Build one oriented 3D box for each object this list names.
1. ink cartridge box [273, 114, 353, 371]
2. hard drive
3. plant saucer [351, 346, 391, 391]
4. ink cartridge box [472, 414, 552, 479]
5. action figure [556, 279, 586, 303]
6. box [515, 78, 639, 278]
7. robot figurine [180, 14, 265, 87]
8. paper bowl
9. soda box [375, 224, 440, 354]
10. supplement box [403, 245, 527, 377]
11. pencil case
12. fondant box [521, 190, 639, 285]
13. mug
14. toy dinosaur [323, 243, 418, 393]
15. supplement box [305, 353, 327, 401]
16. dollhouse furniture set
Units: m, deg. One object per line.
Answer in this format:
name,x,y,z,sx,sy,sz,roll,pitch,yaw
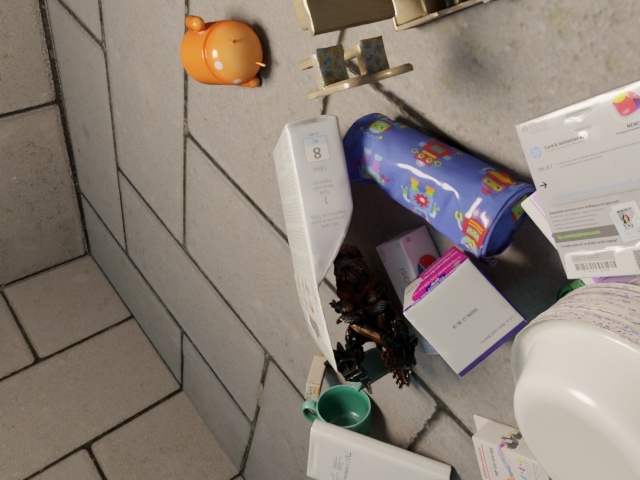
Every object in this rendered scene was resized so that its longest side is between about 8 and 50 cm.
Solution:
ink cartridge box,0.000,0.000,0.944,0.308,0.091,0.385,-167,66,-81
hard drive,0.122,0.524,1.211,0.307,0.040,0.203,15,129,13
plant saucer,0.097,0.258,1.093,0.018,0.192,0.067,-44,71,17
ink cartridge box,0.336,0.388,0.937,0.181,0.061,0.104,3,113,53
action figure,0.361,0.136,0.734,0.137,0.063,0.232,26,135,45
box,0.298,-0.056,0.547,0.145,0.038,0.186,-14,101,56
robot figurine,-0.206,-0.386,1.099,0.219,0.128,0.158,19,126,46
paper bowl,0.332,0.199,0.583,0.284,0.148,0.284,49,157,30
soda box,0.183,0.088,0.934,0.069,0.074,0.216,-21,95,56
supplement box,0.196,0.090,0.767,0.114,0.111,0.220,48,-171,5
pencil case,0.168,-0.084,0.802,0.306,0.119,0.133,37,151,34
fondant box,0.411,0.014,0.557,0.330,0.096,0.238,56,146,14
mug,0.049,0.424,1.290,0.157,0.129,0.097,25,133,41
toy dinosaur,0.112,0.161,1.026,0.322,0.218,0.164,42,113,-18
supplement box,-0.011,0.346,1.348,0.036,0.098,0.062,10,128,7
dollhouse furniture set,0.084,-0.313,0.650,0.161,0.242,0.212,4,115,52
